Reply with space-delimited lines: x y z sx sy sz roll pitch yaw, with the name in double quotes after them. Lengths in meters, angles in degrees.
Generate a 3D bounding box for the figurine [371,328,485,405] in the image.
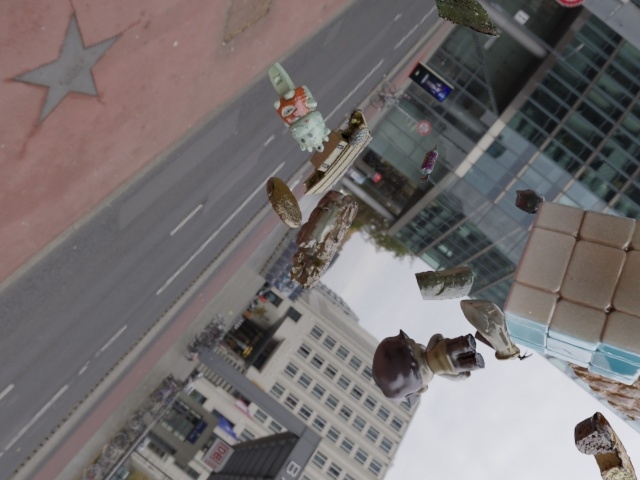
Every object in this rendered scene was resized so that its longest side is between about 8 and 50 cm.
0.338 0.389 1.533 0.364 0.218 0.206 -25 -173 20 "figurine"

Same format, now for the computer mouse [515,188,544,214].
0.589 -0.118 1.313 0.135 0.079 0.047 -64 167 -60 "computer mouse"

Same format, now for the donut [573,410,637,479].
0.781 0.573 1.303 0.085 0.217 0.141 -34 -172 30 "donut"

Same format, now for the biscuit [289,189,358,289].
0.010 -0.017 1.407 0.268 0.115 0.366 -59 177 -27 "biscuit"

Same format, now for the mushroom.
0.559 0.280 1.520 0.108 0.247 0.096 -37 -174 11 "mushroom"

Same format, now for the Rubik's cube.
0.669 0.132 1.175 0.319 0.315 0.322 -64 149 -14 "Rubik's cube"

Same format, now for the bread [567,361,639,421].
0.998 0.400 1.486 0.207 0.279 0.279 -47 171 -19 "bread"

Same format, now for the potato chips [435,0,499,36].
0.349 -0.560 1.149 0.142 0.209 0.026 -19 157 -23 "potato chips"

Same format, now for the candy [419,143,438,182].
0.425 -0.306 1.839 0.045 0.043 0.175 -19 -135 61 "candy"

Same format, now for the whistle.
-0.060 -0.342 1.218 0.101 0.253 0.106 -29 -174 3 "whistle"

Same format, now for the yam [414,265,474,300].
0.558 0.197 2.121 0.254 0.154 0.154 -9 -178 2 "yam"

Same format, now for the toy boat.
0.056 -0.354 1.992 0.445 0.162 0.136 -49 -142 40 "toy boat"

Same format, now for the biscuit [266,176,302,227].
-0.140 -0.145 1.803 0.042 0.226 0.226 -28 -172 17 "biscuit"

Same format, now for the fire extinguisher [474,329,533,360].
0.880 0.503 2.261 0.089 0.072 0.267 -38 -142 -19 "fire extinguisher"
